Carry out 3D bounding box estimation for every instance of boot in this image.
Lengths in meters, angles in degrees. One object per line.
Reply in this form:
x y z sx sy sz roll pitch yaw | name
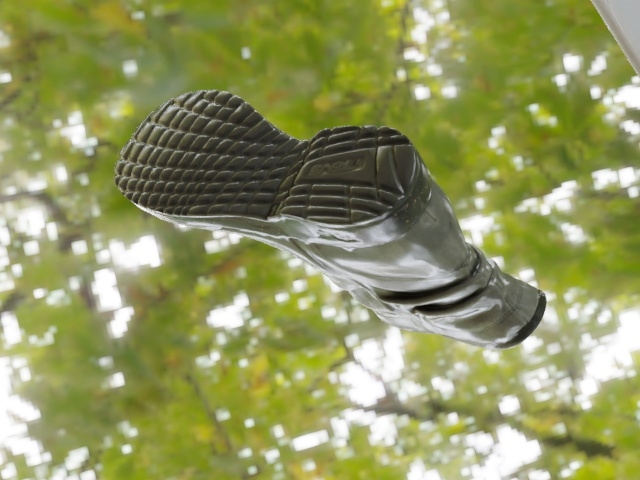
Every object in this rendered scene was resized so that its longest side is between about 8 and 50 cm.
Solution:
0.000 0.000 0.964 0.246 0.083 0.161 15 -24 44 | boot

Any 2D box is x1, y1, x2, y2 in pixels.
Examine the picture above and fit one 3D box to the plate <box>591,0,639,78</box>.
0.237 -0.069 0.495 0.278 0.277 0.045 58 3 -14 | plate
